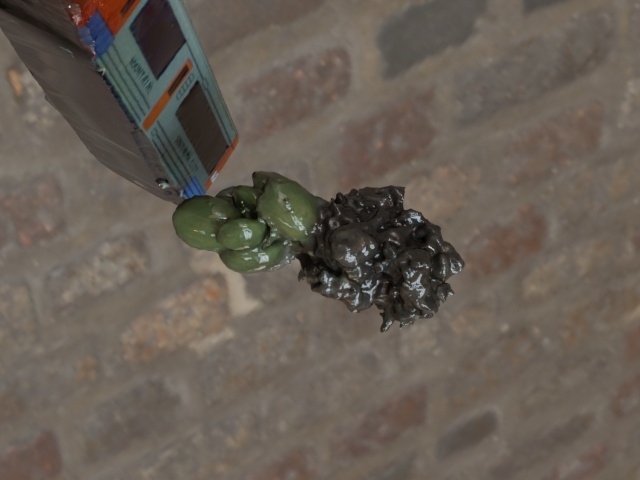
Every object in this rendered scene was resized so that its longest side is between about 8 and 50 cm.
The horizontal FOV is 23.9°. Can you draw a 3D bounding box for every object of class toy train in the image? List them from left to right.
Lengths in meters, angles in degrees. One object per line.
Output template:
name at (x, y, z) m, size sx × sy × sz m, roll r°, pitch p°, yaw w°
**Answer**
toy train at (-0.119, -0.115, 0.885) m, size 0.089 × 0.086 × 0.409 m, roll -55°, pitch 169°, yaw -9°

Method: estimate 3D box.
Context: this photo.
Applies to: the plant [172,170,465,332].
plant at (0.000, 0.000, 0.897) m, size 0.085 × 0.174 × 0.087 m, roll 1°, pitch 104°, yaw -80°
